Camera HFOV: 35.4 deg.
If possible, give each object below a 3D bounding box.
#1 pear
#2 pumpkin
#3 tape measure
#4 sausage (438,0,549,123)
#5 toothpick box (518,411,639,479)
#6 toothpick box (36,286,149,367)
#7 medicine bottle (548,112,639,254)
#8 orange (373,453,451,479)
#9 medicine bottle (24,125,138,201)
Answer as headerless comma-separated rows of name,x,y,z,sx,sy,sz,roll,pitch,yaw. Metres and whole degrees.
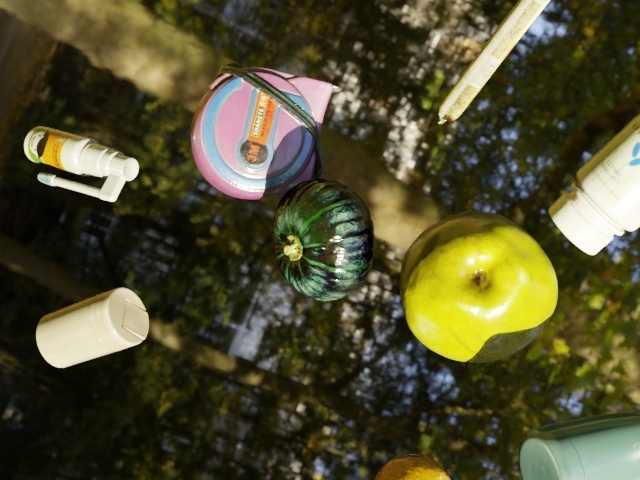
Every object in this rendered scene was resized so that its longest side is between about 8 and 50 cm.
pear,0.254,0.077,1.623,0.252,0.253,0.307,-67,167,1
pumpkin,0.000,0.000,1.594,0.202,0.140,0.201,29,-54,50
tape measure,-0.102,-0.182,1.744,0.149,0.245,0.231,-176,-80,-76
sausage,0.231,-0.251,1.306,0.269,0.033,0.032,-53,-161,33
toothpick box,0.378,0.301,1.380,0.120,0.184,0.120,172,-90,-69
toothpick box,-0.417,0.160,1.833,0.181,0.111,0.111,-20,-141,26
medicine bottle,0.613,-0.114,2.020,0.293,0.170,0.170,-47,-159,22
orange,0.162,0.440,1.807,0.170,0.160,0.112,16,-63,63
medicine bottle,-0.378,-0.118,1.557,0.221,0.061,0.092,16,-108,35
